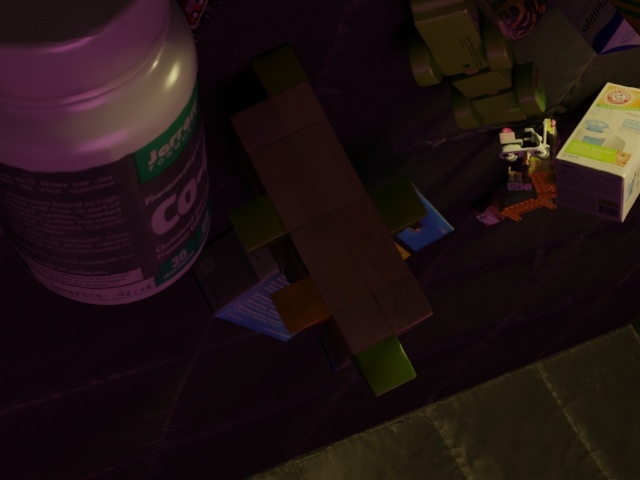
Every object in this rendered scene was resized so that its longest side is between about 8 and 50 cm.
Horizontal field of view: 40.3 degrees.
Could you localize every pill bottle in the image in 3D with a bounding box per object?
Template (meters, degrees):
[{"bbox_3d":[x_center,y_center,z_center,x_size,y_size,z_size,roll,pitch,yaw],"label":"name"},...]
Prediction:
[{"bbox_3d":[-0.202,-0.106,0.743,0.204,0.204,0.361,-23,155,-15],"label":"pill bottle"}]

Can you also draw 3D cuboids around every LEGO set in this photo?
[{"bbox_3d":[0.351,-0.120,1.496,0.132,0.107,0.287,7,158,4],"label":"LEGO set"}]

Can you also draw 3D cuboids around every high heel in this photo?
[{"bbox_3d":[0.235,-0.299,0.871,0.186,0.093,0.261,-37,-163,24],"label":"high heel"}]

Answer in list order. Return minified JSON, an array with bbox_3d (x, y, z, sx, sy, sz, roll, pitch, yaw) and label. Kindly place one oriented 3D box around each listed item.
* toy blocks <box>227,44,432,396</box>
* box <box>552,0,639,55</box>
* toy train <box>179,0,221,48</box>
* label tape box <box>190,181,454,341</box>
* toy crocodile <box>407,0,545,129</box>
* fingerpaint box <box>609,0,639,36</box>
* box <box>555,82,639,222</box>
[{"bbox_3d":[0.000,0.000,1.042,0.190,0.381,0.261,-26,171,-9],"label":"toy blocks"},{"bbox_3d":[0.356,-0.303,1.055,0.126,0.137,0.072,-16,152,-27],"label":"box"},{"bbox_3d":[-0.115,-0.227,0.823,0.036,0.027,0.158,2,142,-33],"label":"toy train"},{"bbox_3d":[0.008,0.006,1.307,0.333,0.106,0.240,-35,155,10],"label":"label tape box"},{"bbox_3d":[0.195,-0.224,1.081,0.115,0.105,0.340,-10,159,27],"label":"toy crocodile"},{"bbox_3d":[0.460,-0.346,0.806,0.445,0.371,0.163,-21,155,-17],"label":"fingerpaint box"},{"bbox_3d":[0.469,-0.144,1.393,0.203,0.114,0.103,-50,143,-28],"label":"box"}]
